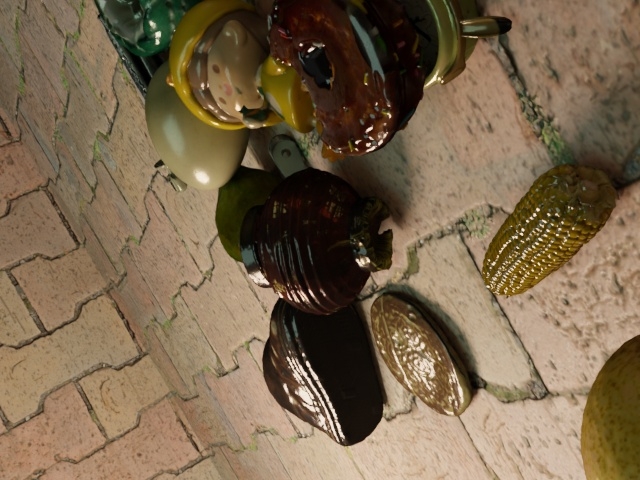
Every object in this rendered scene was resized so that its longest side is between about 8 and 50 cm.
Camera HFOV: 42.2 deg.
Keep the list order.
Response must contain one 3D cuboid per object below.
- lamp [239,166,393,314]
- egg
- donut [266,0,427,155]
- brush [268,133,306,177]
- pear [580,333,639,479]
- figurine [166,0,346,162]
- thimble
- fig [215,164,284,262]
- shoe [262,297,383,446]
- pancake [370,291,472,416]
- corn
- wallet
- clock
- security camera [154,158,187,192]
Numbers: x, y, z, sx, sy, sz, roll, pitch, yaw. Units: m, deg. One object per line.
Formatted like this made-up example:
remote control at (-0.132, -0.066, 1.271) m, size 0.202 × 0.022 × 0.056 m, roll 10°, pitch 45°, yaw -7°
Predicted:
lamp at (0.000, 0.000, 1.332) m, size 0.247 × 0.247 × 0.247 m, roll 42°, pitch 149°, yaw 33°
egg at (-0.221, -0.217, 1.514) m, size 0.189 × 0.189 × 0.253 m, roll -8°, pitch 94°, yaw 63°
donut at (0.037, -0.224, 1.002) m, size 0.230 × 0.096 × 0.216 m, roll 55°, pitch 150°, yaw 11°
brush at (-0.012, -0.054, 1.486) m, size 0.296 × 0.068 × 0.060 m, roll 64°, pitch 176°, yaw 1°
pear at (0.388, 0.212, 0.821) m, size 0.271 × 0.271 × 0.271 m, roll 42°, pitch 149°, yaw 33°
figurine at (-0.095, -0.247, 1.293) m, size 0.344 × 0.187 × 0.215 m, roll 33°, pitch 135°, yaw 34°
thimble at (-0.302, -0.470, 1.438) m, size 0.288 × 0.167 × 0.254 m, roll 58°, pitch 154°, yaw 1°
fig at (-0.117, -0.051, 1.566) m, size 0.233 × 0.167 × 0.167 m, roll -117°, pitch 11°, yaw -60°
shoe at (-0.024, 0.223, 1.654) m, size 0.237 × 0.171 × 0.384 m, roll 20°, pitch 141°, yaw 48°
pancake at (0.173, 0.204, 1.438) m, size 0.250 × 0.031 × 0.250 m, roll 43°, pitch 150°, yaw 33°
corn at (0.263, -0.004, 0.993) m, size 0.091 × 0.091 × 0.260 m, roll 32°, pitch 152°, yaw 7°
wallet at (-0.336, -0.321, 1.695) m, size 0.342 × 0.075 × 0.237 m, roll 61°, pitch 177°, yaw -21°
clock at (0.124, -0.266, 0.994) m, size 0.232 × 0.069 × 0.170 m, roll 2°, pitch 118°, yaw 59°
security camera at (-0.359, -0.156, 2.011) m, size 0.058 × 0.058 × 0.092 m, roll 16°, pitch 138°, yaw 56°
